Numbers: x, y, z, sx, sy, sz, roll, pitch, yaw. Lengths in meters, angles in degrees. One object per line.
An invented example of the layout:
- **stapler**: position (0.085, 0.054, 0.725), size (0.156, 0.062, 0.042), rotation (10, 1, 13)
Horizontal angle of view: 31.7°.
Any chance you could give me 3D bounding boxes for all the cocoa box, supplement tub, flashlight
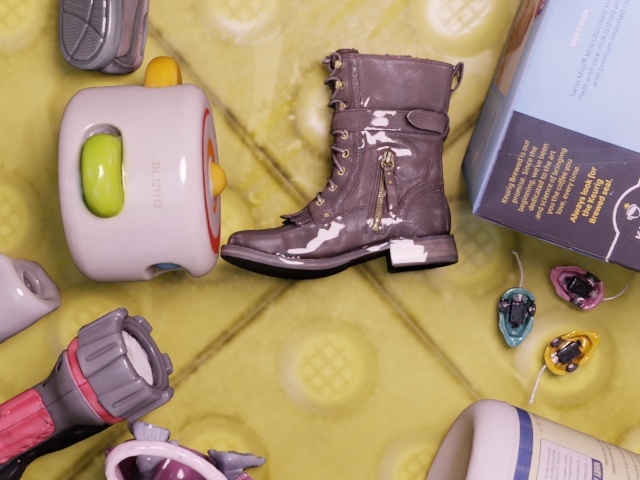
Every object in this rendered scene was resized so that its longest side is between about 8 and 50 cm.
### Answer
- **cocoa box**: position (0.293, -0.169, 1.044), size (0.227, 0.231, 0.347), rotation (18, 106, -1)
- **supplement tub**: position (0.264, 0.315, 1.110), size (0.324, 0.235, 0.236), rotation (21, 95, -1)
- **flashlight**: position (-0.289, 0.176, 1.077), size (0.304, 0.103, 0.103), rotation (-29, 128, 10)

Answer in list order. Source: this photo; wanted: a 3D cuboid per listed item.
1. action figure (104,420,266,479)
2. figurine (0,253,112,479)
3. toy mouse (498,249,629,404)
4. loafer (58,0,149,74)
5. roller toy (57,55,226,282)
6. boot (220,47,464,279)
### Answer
- **action figure**: position (-0.155, 0.382, 1.113), size (0.248, 0.276, 0.370), rotation (20, 81, -8)
- **figurine**: position (-0.338, 0.150, 1.176), size (0.209, 0.092, 0.215), rotation (-37, 93, 7)
- **toy mouse**: position (0.240, 0.067, 1.190), size (0.161, 0.031, 0.143), rotation (-37, 94, 3)
- **loafer**: position (-0.207, -0.301, 1.146), size (0.096, 0.084, 0.268), rotation (9, 92, 31)
- **roller toy**: position (-0.165, -0.058, 1.102), size (0.146, 0.209, 0.191), rotation (-3, 130, 1)
- **boot**: position (0.023, -0.080, 1.143), size (0.262, 0.091, 0.229), rotation (-3, 83, -10)
